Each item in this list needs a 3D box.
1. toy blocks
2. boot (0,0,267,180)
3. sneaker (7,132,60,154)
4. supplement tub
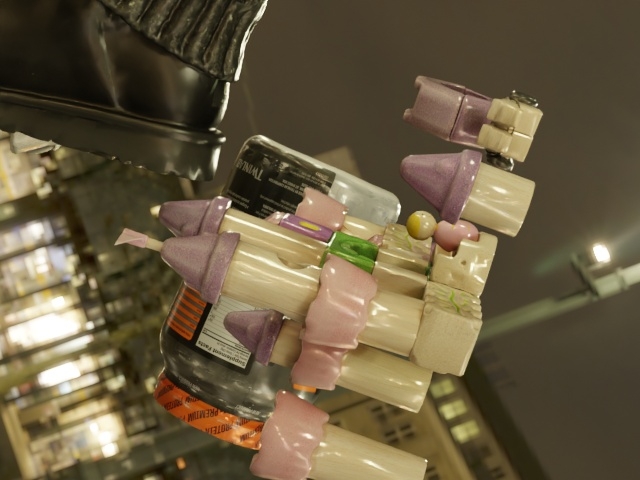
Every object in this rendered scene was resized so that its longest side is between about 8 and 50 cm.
[{"bbox_3d":[0.000,0.000,1.022,0.288,0.260,0.309,-61,171,-77],"label":"toy blocks"},{"bbox_3d":[-0.195,-0.210,0.943,0.131,0.348,0.260,-99,-155,-79],"label":"boot"},{"bbox_3d":[-0.244,-0.123,1.267,0.099,0.262,0.121,103,2,-57],"label":"sneaker"},{"bbox_3d":[-0.059,0.063,1.547,0.338,0.207,0.207,-66,-160,4],"label":"supplement tub"}]
